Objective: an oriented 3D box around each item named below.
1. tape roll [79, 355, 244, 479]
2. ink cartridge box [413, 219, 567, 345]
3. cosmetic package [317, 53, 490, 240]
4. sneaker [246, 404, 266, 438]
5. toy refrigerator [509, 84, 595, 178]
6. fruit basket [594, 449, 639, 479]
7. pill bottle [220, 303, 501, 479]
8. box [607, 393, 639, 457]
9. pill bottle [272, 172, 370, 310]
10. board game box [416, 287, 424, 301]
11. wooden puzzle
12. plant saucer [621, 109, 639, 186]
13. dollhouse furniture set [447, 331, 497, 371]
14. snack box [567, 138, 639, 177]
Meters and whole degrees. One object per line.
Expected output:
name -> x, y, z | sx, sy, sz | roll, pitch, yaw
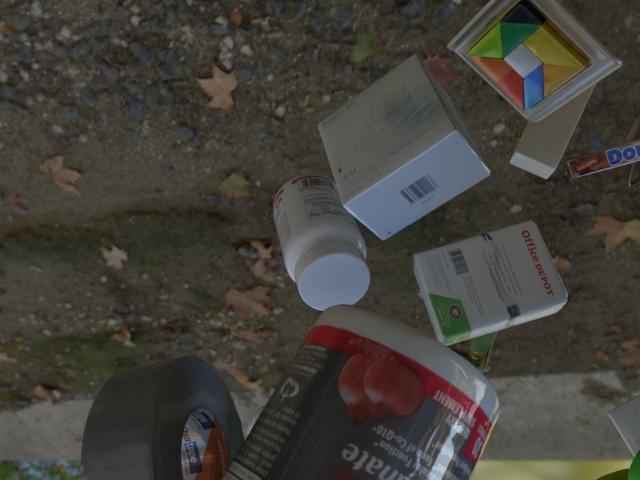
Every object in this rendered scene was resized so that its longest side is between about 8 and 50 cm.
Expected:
tape roll -> -0.142, 0.228, 0.644 | 0.072, 0.219, 0.219 | -15, 124, 12
ink cartridge box -> 0.292, 0.077, 1.143 | 0.219, 0.160, 0.092 | -16, 158, 0
cosmetic package -> 0.138, -0.165, 1.149 | 0.224, 0.224, 0.138 | -33, 135, 19
sneaker -> -0.025, 0.267, 0.753 | 0.094, 0.151, 0.256 | 24, 143, -22
toy refrigerator -> 0.565, -0.295, 1.580 | 0.102, 0.269, 0.094 | 25, 171, 9
fruit basket -> 0.429, 0.334, 0.706 | 0.392, 0.283, 0.392 | 45, 151, 34
pill bottle -> 0.001, 0.226, 0.519 | 0.176, 0.318, 0.176 | 28, 160, 11
box -> 0.835, 0.387, 1.367 | 0.345, 0.215, 0.168 | -38, 136, 21
pill bottle -> 0.000, 0.000, 1.290 | 0.160, 0.283, 0.160 | -6, 125, -8
board game box -> 0.338, 0.088, 1.388 | 0.194, 0.194, 0.060 | 11, 132, 63
wooden puzzle -> 0.368, -0.326, 1.155 | 0.239, 0.044, 0.221 | 37, 152, -8
plant saucer -> 0.522, -0.180, 1.016 | 0.036, 0.199, 0.198 | 35, 139, 29
dollhouse furniture set -> 0.377, 0.229, 1.681 | 0.151, 0.197, 0.301 | 15, 173, 14
snack box -> 0.335, -0.095, 0.632 | 0.178, 0.064, 0.022 | -16, 91, 58
